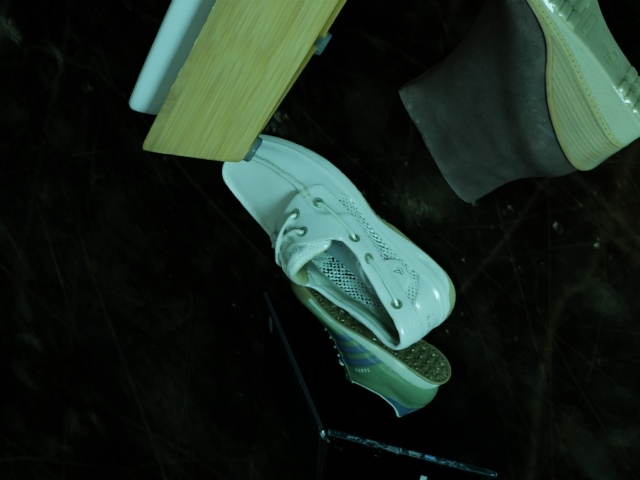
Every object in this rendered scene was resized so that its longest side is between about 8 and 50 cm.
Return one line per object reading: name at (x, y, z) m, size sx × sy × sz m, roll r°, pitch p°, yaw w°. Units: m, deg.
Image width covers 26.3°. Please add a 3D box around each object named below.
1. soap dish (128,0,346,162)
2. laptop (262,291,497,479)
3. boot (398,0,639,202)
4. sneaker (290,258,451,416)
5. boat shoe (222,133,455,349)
soap dish at (-0.031, -0.215, 1.122) m, size 0.118 × 0.229 × 0.291 m, roll 33°, pitch 138°, yaw -4°
laptop at (0.051, 0.191, 1.423) m, size 0.264 × 0.136 × 0.234 m, roll 13°, pitch 153°, yaw 6°
boot at (0.133, -0.153, 1.106) m, size 0.207 × 0.090 × 0.248 m, roll -19°, pitch 108°, yaw 45°
sneaker at (0.036, 0.107, 1.393) m, size 0.192 × 0.064 × 0.086 m, roll 38°, pitch 132°, yaw 11°
boat shoe at (0.000, 0.000, 1.327) m, size 0.277 × 0.096 × 0.098 m, roll 38°, pitch 137°, yaw 16°
